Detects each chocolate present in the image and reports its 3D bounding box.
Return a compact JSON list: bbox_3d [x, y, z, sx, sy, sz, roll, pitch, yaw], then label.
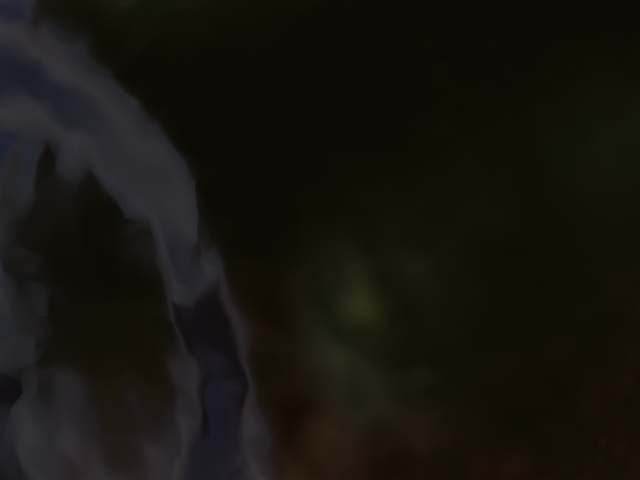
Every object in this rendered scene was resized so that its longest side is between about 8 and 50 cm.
[{"bbox_3d":[0.000,0.000,0.580,0.331,0.383,0.384,-16,-108,-27],"label":"chocolate"}]
